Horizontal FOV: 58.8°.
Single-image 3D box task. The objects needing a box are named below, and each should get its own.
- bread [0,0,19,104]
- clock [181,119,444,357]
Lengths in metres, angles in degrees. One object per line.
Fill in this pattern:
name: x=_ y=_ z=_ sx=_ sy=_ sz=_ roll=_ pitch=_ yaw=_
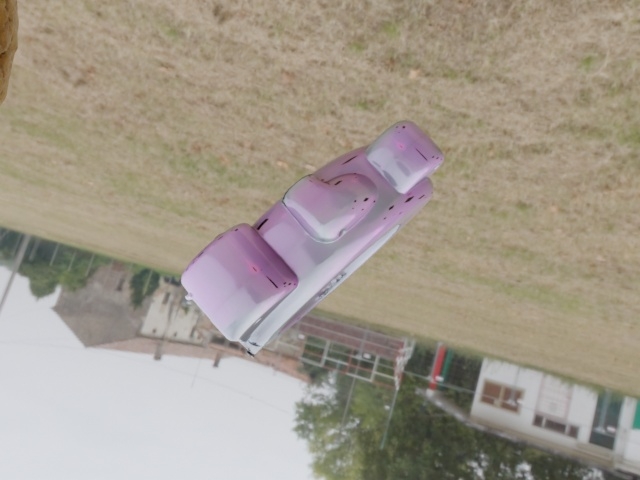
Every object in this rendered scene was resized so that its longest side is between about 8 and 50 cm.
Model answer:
bread: x=-0.393 y=-0.210 z=0.555 sx=0.146 sy=0.268 sz=0.268 roll=7 pitch=172 yaw=-9
clock: x=0.000 y=0.000 z=0.550 sx=0.090 sy=0.248 sz=0.227 roll=49 pitch=173 yaw=7
